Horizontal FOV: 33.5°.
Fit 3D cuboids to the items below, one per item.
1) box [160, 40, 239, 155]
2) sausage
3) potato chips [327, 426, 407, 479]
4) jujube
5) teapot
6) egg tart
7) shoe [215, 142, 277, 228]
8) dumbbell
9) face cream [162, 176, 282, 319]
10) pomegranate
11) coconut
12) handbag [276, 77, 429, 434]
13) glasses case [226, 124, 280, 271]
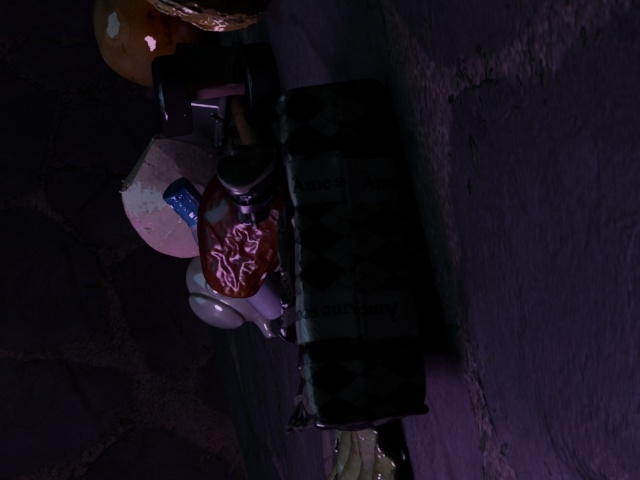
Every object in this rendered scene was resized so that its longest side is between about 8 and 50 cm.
[{"bbox_3d":[-0.250,-0.305,2.207,0.163,0.135,0.243,100,178,-45],"label":"box"},{"bbox_3d":[-0.122,-0.192,2.073,0.301,0.065,0.066,-110,16,-45],"label":"sausage"},{"bbox_3d":[0.048,0.346,1.668,0.373,0.097,0.389,-126,27,-61],"label":"potato chips"},{"bbox_3d":[-0.132,-0.018,1.895,0.190,0.190,0.255,-122,46,-60],"label":"jujube"},{"bbox_3d":[-0.221,0.097,2.324,0.149,0.220,0.318,-67,-29,-19],"label":"teapot"},{"bbox_3d":[-0.204,-0.450,1.857,0.241,0.241,0.106,-116,38,-51],"label":"egg tart"},{"bbox_3d":[-0.086,-0.065,1.342,0.169,0.071,0.099,-77,-16,-72],"label":"shoe"},{"bbox_3d":[-0.196,-0.278,1.962,0.152,0.218,0.153,170,90,-78],"label":"dumbbell"},{"bbox_3d":[-0.185,0.011,2.112,0.337,0.080,0.163,49,-168,-29],"label":"face cream"},{"bbox_3d":[-0.409,-0.515,2.586,0.319,0.319,0.319,170,90,-78],"label":"pomegranate"},{"bbox_3d":[-0.291,-0.114,2.349,0.309,0.297,0.298,-158,58,-78],"label":"coconut"},{"bbox_3d":[0.021,0.039,1.380,0.317,0.180,0.416,122,143,-76],"label":"handbag"},{"bbox_3d":[-0.127,-0.090,2.117,0.137,0.085,0.355,87,166,-47],"label":"glasses case"}]
